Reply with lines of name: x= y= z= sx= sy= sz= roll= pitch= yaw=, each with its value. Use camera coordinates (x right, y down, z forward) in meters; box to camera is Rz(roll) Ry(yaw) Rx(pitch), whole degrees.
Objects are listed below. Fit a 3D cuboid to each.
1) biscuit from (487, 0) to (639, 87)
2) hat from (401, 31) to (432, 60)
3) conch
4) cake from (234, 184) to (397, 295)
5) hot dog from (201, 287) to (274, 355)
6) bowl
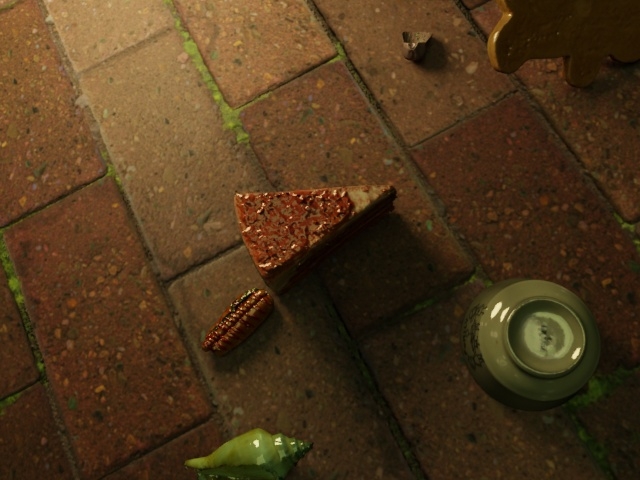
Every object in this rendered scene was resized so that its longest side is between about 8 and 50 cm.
biscuit: x=0.444 y=-0.379 z=0.901 sx=0.339 sy=0.047 sz=0.216 roll=-5 pitch=111 yaw=-12
hat: x=0.182 y=-0.369 z=0.986 sx=0.058 sy=0.042 sz=0.087 roll=5 pitch=41 yaw=9
conch: x=-0.106 y=0.345 z=0.797 sx=0.200 sy=0.079 sz=0.095 roll=-29 pitch=86 yaw=16
cake: x=0.000 y=0.000 z=0.839 sx=0.261 sy=0.158 sz=0.160 roll=-4 pitch=78 yaw=4
hot dog: x=-0.141 y=0.138 z=0.876 sx=0.144 sy=0.038 sz=0.062 roll=-43 pitch=75 yaw=-6
bowl: x=0.324 y=0.150 z=0.784 sx=0.211 sy=0.112 sz=0.212 roll=-2 pitch=74 yaw=8
